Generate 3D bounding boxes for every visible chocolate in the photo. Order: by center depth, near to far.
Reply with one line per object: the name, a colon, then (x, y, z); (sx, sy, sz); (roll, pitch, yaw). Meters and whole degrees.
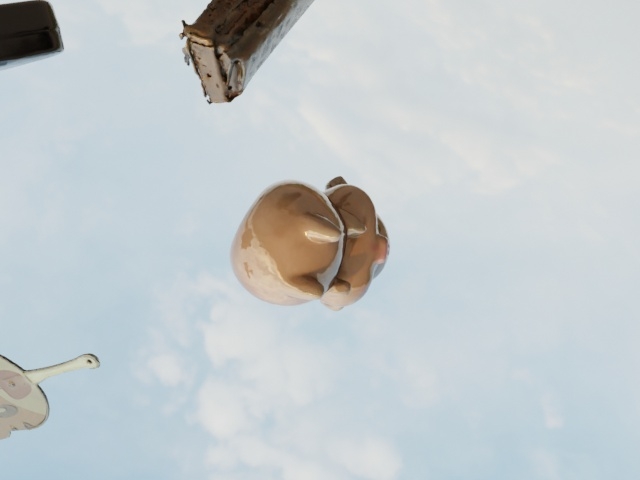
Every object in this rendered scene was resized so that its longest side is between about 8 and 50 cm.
chocolate: (-0.032, -0.274, 0.869); (0.065, 0.102, 0.329); (20, -124, 22)

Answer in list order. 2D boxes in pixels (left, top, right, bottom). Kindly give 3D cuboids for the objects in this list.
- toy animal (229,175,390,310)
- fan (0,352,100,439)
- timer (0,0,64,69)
toy animal: (-0.008, 0.007, 0.945); (0.154, 0.166, 0.250); (25, -172, 25)
fan: (-0.333, 0.153, 0.878); (0.152, 0.227, 0.008); (58, -156, -31)
timer: (-0.252, -0.098, 0.438); (0.187, 0.144, 0.055); (-30, -67, -50)
